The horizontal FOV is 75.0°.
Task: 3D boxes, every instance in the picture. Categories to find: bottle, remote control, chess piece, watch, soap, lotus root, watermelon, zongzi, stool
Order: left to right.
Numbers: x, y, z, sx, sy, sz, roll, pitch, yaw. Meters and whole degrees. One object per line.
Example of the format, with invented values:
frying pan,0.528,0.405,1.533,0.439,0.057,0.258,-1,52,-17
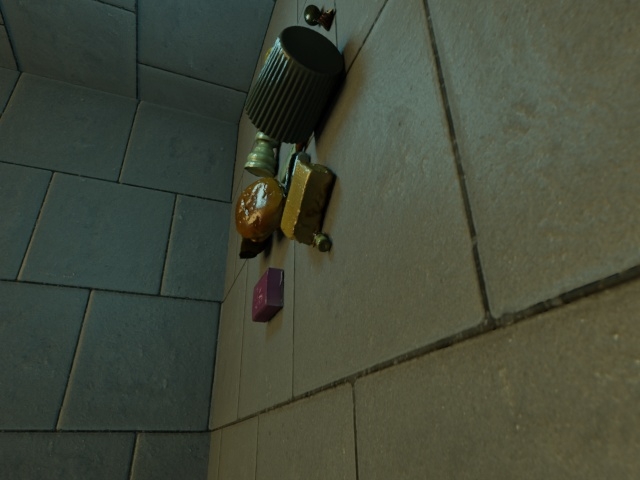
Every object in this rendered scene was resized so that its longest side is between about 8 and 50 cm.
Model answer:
lotus root,-0.351,-0.035,2.188,0.267,0.149,0.260,99,171,-57
chess piece,-0.301,-0.530,2.319,0.182,0.182,0.331,169,115,-70
soap,-0.241,0.252,1.894,0.259,0.081,0.181,131,143,-56
remote control,-0.139,-0.371,1.951,0.234,0.038,0.098,122,150,-46
watch,-0.107,-0.274,1.778,0.193,0.068,0.207,144,135,-68
stool,-0.092,-0.581,1.566,0.330,0.297,0.297,-48,37,49
watermelon,-0.036,-1.015,1.885,0.078,0.078,0.111,125,146,-51
bottle,0.000,0.002,1.379,0.101,0.047,0.063,-123,35,-64
zongzi,0.030,-0.924,1.724,0.083,0.067,0.074,-46,24,29

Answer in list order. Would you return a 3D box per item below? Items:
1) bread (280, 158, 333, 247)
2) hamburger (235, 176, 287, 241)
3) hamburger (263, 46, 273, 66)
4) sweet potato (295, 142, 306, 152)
bread,-0.049,-0.136,1.487,0.185,0.114,0.275,-130,51,-61
hamburger,-0.269,-0.147,1.951,0.314,0.170,0.290,-37,49,23
hamburger,-0.188,-0.819,2.083,0.276,0.179,0.294,120,149,-51
sweet potato,-0.085,-0.430,1.801,0.056,0.056,0.195,-111,24,-55
